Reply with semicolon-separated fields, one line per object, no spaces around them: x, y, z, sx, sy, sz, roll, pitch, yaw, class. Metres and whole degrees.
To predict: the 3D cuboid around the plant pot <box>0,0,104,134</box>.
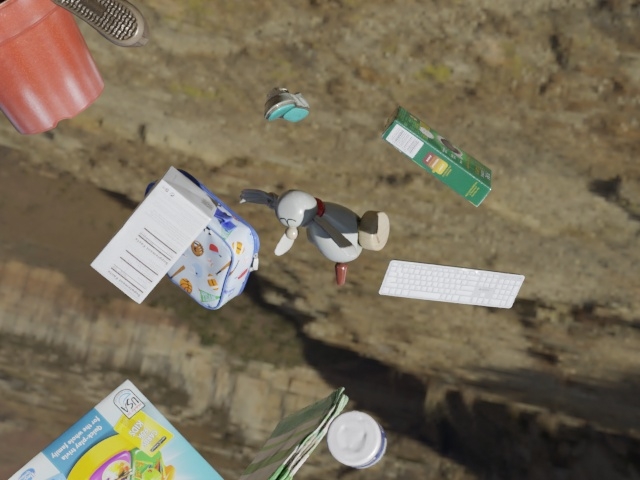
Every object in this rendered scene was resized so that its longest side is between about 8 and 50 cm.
-0.571;-0.367;2.234;0.272;0.272;0.265;2;130;41;plant pot

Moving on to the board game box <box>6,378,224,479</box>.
-0.291;0.428;1.831;0.336;0.254;0.079;43;156;13;board game box

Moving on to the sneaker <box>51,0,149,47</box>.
-0.288;-0.301;1.413;0.188;0.066;0.071;44;-176;6;sneaker

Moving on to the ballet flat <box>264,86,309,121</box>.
-0.082;-0.287;2.394;0.072;0.068;0.213;-32;174;15;ballet flat

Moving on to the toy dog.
0.000;0.000;2.279;0.334;0.161;0.220;11;173;-43;toy dog

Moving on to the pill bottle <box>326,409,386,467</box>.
0.047;0.248;1.424;0.067;0.067;0.120;10;168;11;pill bottle

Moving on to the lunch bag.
-0.272;-0.005;2.581;0.303;0.115;0.243;38;133;19;lunch bag

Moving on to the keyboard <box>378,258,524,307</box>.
0.229;0.076;1.991;0.256;0.072;0.014;7;-153;-19;keyboard

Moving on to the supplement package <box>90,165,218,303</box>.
-0.346;-0.013;2.408;0.134;0.244;0.139;39;-166;-9;supplement package

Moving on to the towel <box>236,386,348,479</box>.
-0.095;0.408;2.073;0.038;0.325;0.248;47;139;-7;towel

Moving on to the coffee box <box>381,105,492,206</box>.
0.181;-0.131;1.771;0.184;0.040;0.113;35;-161;-5;coffee box
